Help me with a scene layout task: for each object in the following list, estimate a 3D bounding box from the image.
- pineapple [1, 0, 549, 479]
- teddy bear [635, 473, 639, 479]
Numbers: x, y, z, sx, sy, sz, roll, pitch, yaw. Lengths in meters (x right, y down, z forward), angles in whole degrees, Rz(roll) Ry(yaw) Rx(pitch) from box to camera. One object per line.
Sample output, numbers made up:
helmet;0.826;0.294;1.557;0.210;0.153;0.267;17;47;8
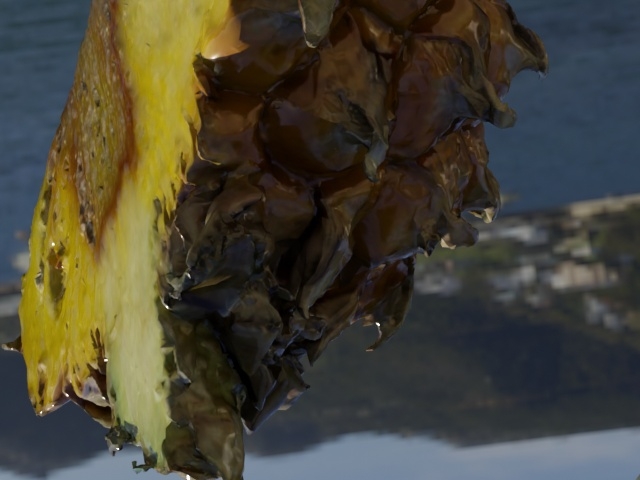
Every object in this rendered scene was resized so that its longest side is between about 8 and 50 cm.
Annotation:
pineapple;0.002;-0.005;0.547;0.140;0.249;0.164;7;-145;-23
teddy bear;0.278;0.172;0.739;0.267;0.156;0.256;-7;157;31
